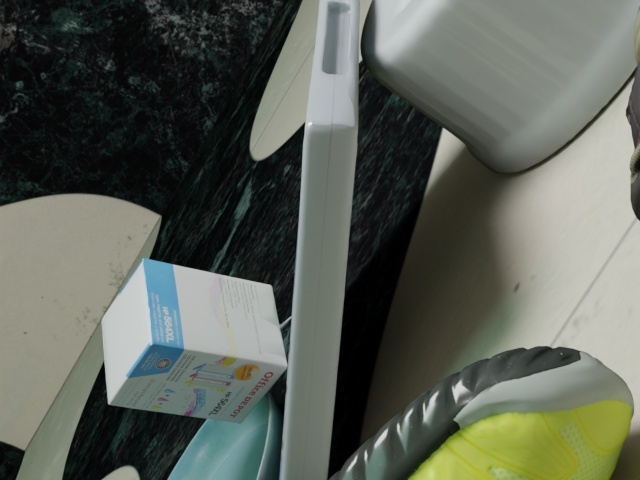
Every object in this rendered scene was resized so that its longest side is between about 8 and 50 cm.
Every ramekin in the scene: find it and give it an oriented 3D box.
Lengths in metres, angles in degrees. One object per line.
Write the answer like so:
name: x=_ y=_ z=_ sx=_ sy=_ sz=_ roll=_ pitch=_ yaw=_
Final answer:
ramekin: x=0.145 y=-0.201 z=0.857 sx=0.277 sy=0.135 sz=0.277 roll=-55 pitch=15 yaw=22

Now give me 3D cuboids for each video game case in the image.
video game case: x=0.000 y=0.000 z=0.888 sx=0.300 sy=0.036 sz=0.329 roll=-86 pitch=0 yaw=-60

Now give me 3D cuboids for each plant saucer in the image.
plant saucer: x=-0.108 y=0.273 z=1.025 sx=0.317 sy=0.044 sz=0.317 roll=-56 pitch=15 yaw=24

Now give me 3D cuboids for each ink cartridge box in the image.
ink cartridge box: x=-0.099 y=0.088 z=0.997 sx=0.092 sy=0.143 sz=0.090 roll=-52 pitch=37 yaw=38

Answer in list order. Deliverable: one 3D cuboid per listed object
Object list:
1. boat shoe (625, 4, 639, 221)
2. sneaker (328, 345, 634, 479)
boat shoe: x=0.217 y=-0.064 z=0.397 sx=0.355 sy=0.132 sz=0.130 roll=139 pitch=147 yaw=-76
sneaker: x=0.029 y=0.221 z=0.517 sx=0.147 sy=0.145 sz=0.384 roll=34 pitch=87 yaw=39
